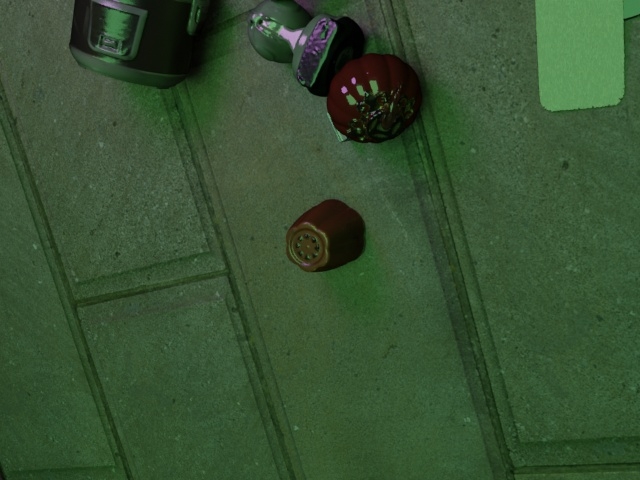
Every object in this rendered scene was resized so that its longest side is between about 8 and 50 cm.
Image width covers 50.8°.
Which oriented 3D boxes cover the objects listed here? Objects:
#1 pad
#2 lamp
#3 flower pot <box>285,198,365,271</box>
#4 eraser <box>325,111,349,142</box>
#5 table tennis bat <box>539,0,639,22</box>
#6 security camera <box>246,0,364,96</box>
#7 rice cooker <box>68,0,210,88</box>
[{"bbox_3d":[0.560,-0.417,1.454,0.176,0.002,0.265,-1,107,23],"label":"pad"},{"bbox_3d":[0.127,-0.326,1.576,0.227,0.227,0.226,6,105,24],"label":"lamp"},{"bbox_3d":[0.000,0.000,1.746,0.191,0.173,0.190,8,107,26],"label":"flower pot"},{"bbox_3d":[0.053,-0.293,1.706,0.027,0.063,0.084,-26,90,30],"label":"eraser"},{"bbox_3d":[0.590,-0.522,1.419,0.247,0.022,0.138,-11,99,26],"label":"table tennis bat"},{"bbox_3d":[-0.053,-0.486,1.639,0.277,0.191,0.196,31,110,18],"label":"security camera"},{"bbox_3d":[-0.468,-0.586,1.738,0.335,0.335,0.325,24,111,18],"label":"rice cooker"}]
